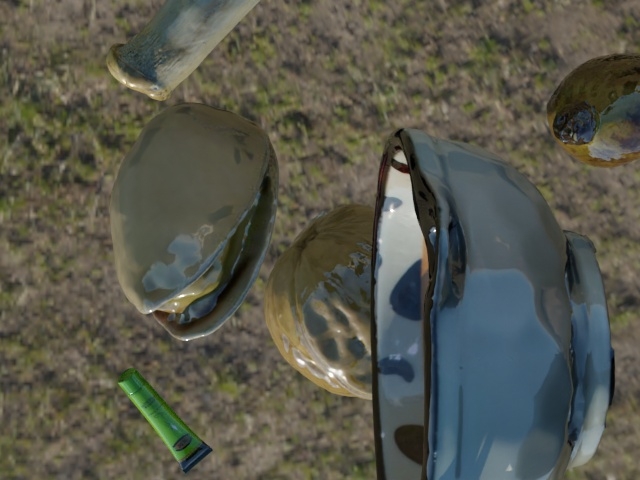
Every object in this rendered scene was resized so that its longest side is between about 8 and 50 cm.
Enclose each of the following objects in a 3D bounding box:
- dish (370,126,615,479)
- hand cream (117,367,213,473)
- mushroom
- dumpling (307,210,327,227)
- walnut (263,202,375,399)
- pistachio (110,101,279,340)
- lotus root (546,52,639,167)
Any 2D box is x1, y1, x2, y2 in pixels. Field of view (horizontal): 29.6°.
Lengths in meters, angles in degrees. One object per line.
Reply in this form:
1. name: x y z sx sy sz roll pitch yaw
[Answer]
1. dish: 0.101 0.067 0.740 0.120 0.303 0.303 -1 130 -5
2. hand cream: -0.154 0.175 1.186 0.036 0.023 0.122 -40 112 -12
3. mushroom: -0.132 -0.323 1.606 0.351 0.095 0.123 -40 145 1
4. dumpling: -0.001 -0.001 1.594 0.043 0.059 0.077 27 148 5
5. walnut: 0.049 0.076 1.383 0.228 0.228 0.228 -6 131 -7
6. pistachio: -0.107 -0.022 0.999 0.152 0.223 0.126 -16 137 28
7. lotus root: 0.349 -0.153 1.404 0.145 0.260 0.128 -6 102 43
